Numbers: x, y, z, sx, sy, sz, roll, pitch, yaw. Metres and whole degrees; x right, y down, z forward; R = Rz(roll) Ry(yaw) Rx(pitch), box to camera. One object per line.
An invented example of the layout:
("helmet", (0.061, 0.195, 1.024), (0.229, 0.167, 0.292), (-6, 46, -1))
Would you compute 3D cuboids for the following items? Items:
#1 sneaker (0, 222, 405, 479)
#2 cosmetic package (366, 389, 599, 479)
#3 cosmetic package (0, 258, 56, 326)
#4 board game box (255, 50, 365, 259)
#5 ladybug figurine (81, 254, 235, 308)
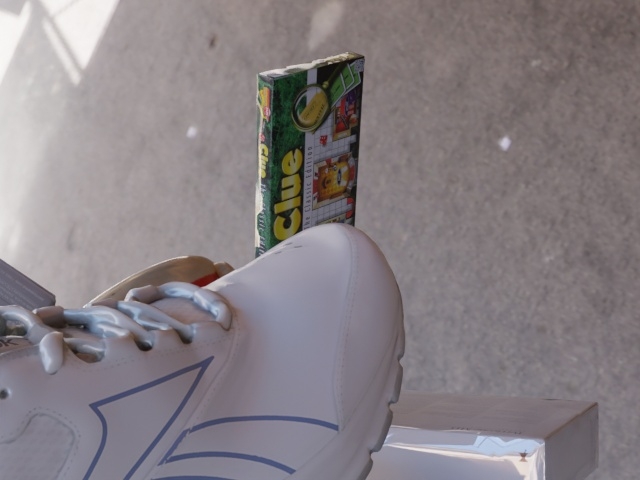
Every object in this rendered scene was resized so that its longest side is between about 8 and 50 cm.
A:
("sneaker", (-0.079, 0.072, 0.397), (0.111, 0.129, 0.297), (11, 40, 47))
("cosmetic package", (0.134, 0.254, 1.355), (0.377, 0.284, 0.097), (0, 88, 27))
("cosmetic package", (-0.309, 0.120, 0.797), (0.238, 0.107, 0.127), (-59, 8, -22))
("board game box", (-0.013, -0.065, 1.162), (0.030, 0.136, 0.259), (27, 126, 41))
("ladybug figurine", (-0.255, 0.207, 1.344), (0.449, 0.305, 0.162), (-47, 68, 4))
